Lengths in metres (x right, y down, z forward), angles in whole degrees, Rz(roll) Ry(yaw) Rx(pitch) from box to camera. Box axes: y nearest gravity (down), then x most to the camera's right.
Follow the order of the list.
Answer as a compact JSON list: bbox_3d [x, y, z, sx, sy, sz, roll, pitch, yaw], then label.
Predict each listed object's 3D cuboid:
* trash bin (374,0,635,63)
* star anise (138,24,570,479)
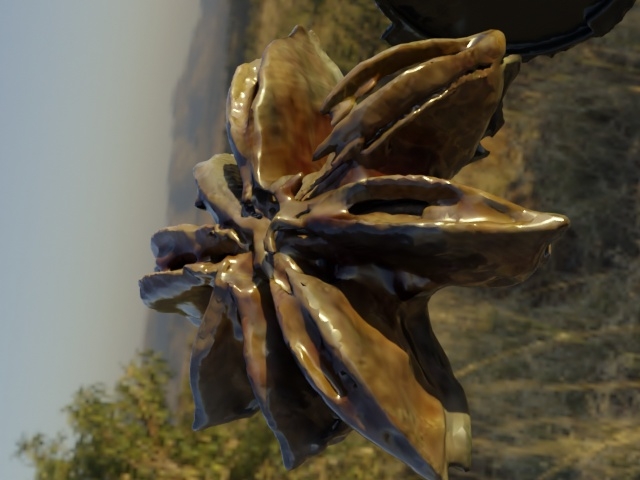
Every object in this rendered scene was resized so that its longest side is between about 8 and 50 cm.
[{"bbox_3d":[0.137,-0.304,0.873,0.252,0.203,0.302,-47,28,48],"label":"trash bin"},{"bbox_3d":[0.000,0.000,0.518,0.236,0.093,0.229,-25,57,41],"label":"star anise"}]
